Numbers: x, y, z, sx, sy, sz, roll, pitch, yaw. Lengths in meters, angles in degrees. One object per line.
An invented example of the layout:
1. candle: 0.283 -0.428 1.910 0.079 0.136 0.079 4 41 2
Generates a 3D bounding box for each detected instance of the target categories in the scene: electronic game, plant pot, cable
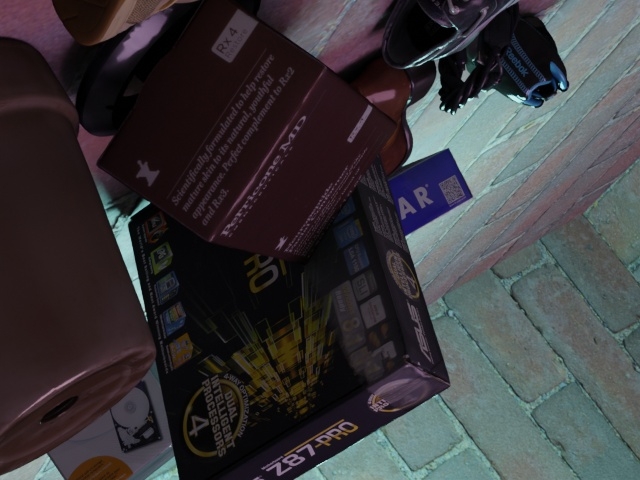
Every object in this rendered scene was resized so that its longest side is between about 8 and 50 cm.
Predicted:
1. electronic game: -0.138 -0.184 1.546 0.229 0.048 0.229 -42 168 -11
2. plant pot: -0.294 0.037 1.398 0.323 0.280 0.323 -34 167 -9
3. cable: 0.191 -0.239 2.031 0.047 0.184 0.150 17 141 -17

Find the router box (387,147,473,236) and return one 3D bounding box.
1. router box: 0.000 0.000 2.343 0.335 0.082 0.301 -29 -175 -31

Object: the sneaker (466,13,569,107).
1. sneaker: 0.278 -0.237 2.310 0.125 0.139 0.341 -42 168 15

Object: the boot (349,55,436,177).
1. boot: 0.003 -0.113 2.110 0.280 0.096 0.264 -29 166 -29

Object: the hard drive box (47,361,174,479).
1. hard drive box: -0.289 0.207 2.168 0.181 0.232 0.089 -39 167 8

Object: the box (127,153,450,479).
1. box: -0.047 0.064 1.857 0.318 0.395 0.097 -31 141 22

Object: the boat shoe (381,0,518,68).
1. boat shoe: 0.155 -0.288 1.878 0.102 0.108 0.301 -31 174 -32

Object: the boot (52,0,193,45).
1. boot: -0.079 -0.263 1.301 0.203 0.095 0.262 -25 165 -42

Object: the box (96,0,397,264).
1. box: -0.056 -0.097 1.612 0.191 0.143 0.381 -56 166 4
